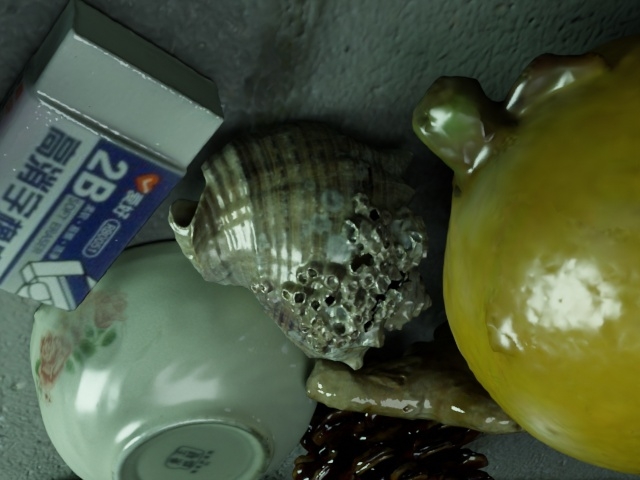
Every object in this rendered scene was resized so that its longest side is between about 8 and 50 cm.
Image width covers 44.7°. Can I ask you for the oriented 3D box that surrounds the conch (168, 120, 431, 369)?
[{"bbox_3d":[0.000,0.000,0.621,0.245,0.179,0.163,20,161,-23],"label":"conch"}]

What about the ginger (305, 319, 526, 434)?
[{"bbox_3d":[0.155,0.120,0.728,0.332,0.166,0.080,0,102,-45],"label":"ginger"}]

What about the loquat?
[{"bbox_3d":[0.222,-0.005,0.557,0.359,0.328,0.328,31,119,-9],"label":"loquat"}]

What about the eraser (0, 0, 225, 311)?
[{"bbox_3d":[-0.180,-0.052,0.563,0.124,0.068,0.210,28,117,-33],"label":"eraser"}]

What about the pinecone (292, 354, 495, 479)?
[{"bbox_3d":[0.083,0.238,0.803,0.221,0.222,0.222,-8,132,-9],"label":"pinecone"}]

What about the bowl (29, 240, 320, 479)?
[{"bbox_3d":[-0.122,0.146,0.707,0.276,0.145,0.277,-9,134,-10],"label":"bowl"}]
